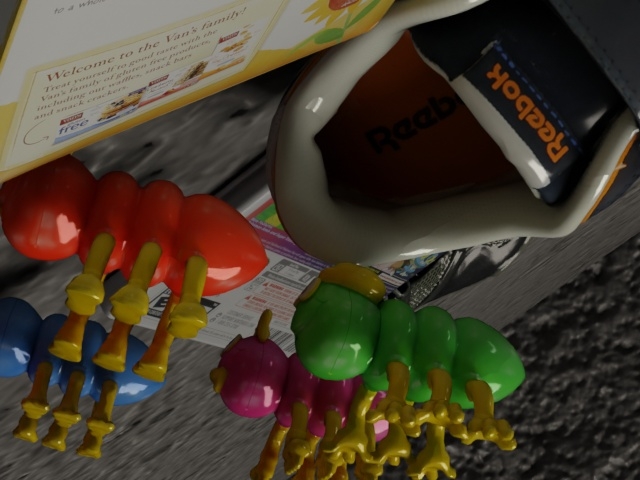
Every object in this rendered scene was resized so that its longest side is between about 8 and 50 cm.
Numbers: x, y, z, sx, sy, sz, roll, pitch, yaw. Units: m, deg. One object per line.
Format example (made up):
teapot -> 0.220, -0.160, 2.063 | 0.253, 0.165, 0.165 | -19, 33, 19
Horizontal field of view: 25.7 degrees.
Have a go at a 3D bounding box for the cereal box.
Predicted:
cereal box -> -0.007, -0.112, 0.351 | 0.173, 0.047, 0.240 | -26, 166, -35

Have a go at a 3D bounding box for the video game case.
video game case -> 0.000, 0.000, 0.790 | 0.183, 0.023, 0.201 | -37, 153, 16

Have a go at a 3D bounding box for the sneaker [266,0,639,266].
sneaker -> 0.114, -0.090, 0.524 | 0.321, 0.126, 0.127 | -38, -168, 22

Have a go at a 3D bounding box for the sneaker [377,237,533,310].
sneaker -> 0.058, 0.009, 0.942 | 0.227, 0.087, 0.130 | -31, 176, 13

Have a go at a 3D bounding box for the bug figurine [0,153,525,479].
bug figurine -> -0.044, 0.040, 0.554 | 0.279, 0.216, 0.072 | 136, -29, -66
